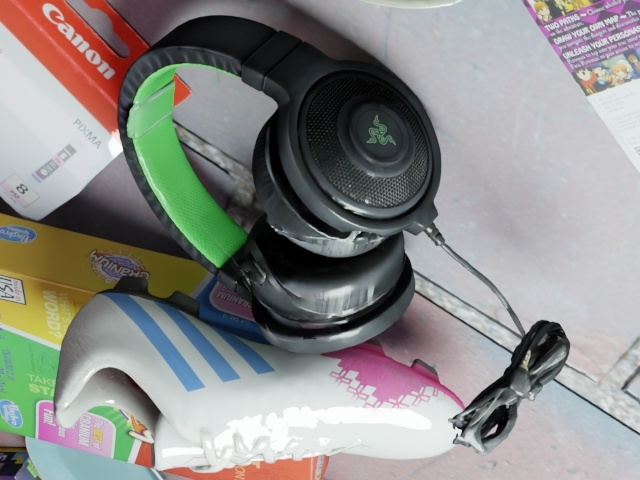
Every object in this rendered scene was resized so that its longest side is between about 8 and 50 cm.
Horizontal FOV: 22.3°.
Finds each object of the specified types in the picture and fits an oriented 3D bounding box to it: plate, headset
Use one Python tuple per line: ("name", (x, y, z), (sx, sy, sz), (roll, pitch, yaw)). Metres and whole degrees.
("plate", (-0.231, 0.246, 1.738), (0.188, 0.024, 0.188), (19, 138, 18))
("headset", (0.000, 0.000, 1.189), (0.394, 0.185, 0.243), (30, 142, 17))

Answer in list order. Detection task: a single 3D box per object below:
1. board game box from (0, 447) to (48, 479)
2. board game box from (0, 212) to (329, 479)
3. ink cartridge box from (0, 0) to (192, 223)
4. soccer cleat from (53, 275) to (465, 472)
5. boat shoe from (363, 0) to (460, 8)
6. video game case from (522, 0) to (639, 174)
("board game box", (-0.340, 0.312, 1.864), (0.141, 0.048, 0.170), (-5, 127, 40))
("board game box", (-0.147, 0.112, 1.462), (0.316, 0.064, 0.242), (13, 137, 10))
("ink cartridge box", (-0.241, -0.128, 1.339), (0.189, 0.066, 0.232), (46, 144, -13))
("soccer cleat", (-0.054, 0.139, 1.291), (0.331, 0.143, 0.116), (15, 144, 9))
("boat shoe", (0.005, -0.212, 1.067), (0.227, 0.068, 0.081), (22, 105, 13))
("video game case", (0.243, -0.147, 0.977), (0.232, 0.042, 0.210), (-18, 118, 45))
